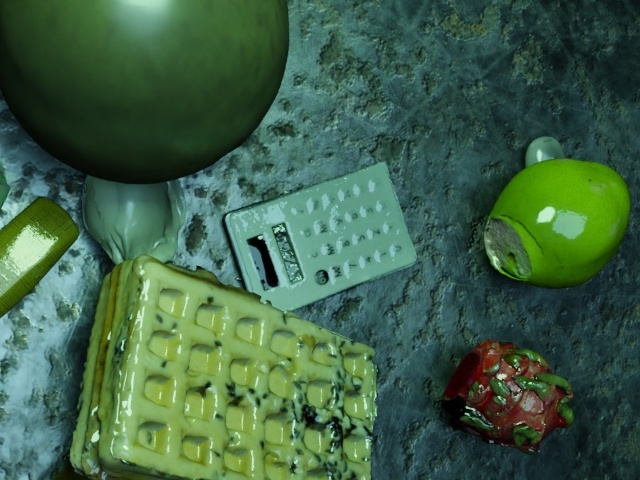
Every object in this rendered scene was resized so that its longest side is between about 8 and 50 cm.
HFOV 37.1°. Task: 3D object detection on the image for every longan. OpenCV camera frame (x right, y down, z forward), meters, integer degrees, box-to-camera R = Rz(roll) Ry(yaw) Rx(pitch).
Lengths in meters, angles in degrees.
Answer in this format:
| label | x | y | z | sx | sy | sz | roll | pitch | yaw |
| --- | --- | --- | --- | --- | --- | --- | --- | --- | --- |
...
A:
| label | x | y | z | sx | sy | sz | roll | pitch | yaw |
| --- | --- | --- | --- | --- | --- | --- | --- | --- | --- |
| longan | -0.198 | -0.244 | 1.071 | 0.361 | 0.361 | 0.361 | 1 | 87 | -22 |

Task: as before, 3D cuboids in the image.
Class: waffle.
| label | x | y | z | sx | sy | sz | roll | pitch | yaw |
| --- | --- | --- | --- | --- | --- | --- | --- | --- | --- |
| waffle | -0.097 | 0.198 | 1.140 | 0.376 | 0.114 | 0.261 | 27 | 50 | -32 |

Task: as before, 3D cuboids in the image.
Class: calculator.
| label | x | y | z | sx | sy | sz | roll | pitch | yaw |
| --- | --- | --- | --- | --- | --- | --- | --- | --- | --- |
| calculator | 0.000 | 0.000 | 1.318 | 0.261 | 0.021 | 0.161 | -21 | 95 | -22 |

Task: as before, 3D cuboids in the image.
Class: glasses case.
| label | x | y | z | sx | sy | sz | roll | pitch | yaw |
| --- | --- | --- | --- | --- | --- | --- | --- | --- | --- |
| glasses case | -0.387 | 0.046 | 1.132 | 0.079 | 0.064 | 0.234 | 47 | 72 | -10 |

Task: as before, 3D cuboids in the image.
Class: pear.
| label | x | y | z | sx | sy | sz | roll | pitch | yaw |
| --- | --- | --- | --- | --- | --- | --- | --- | --- | --- |
| pear | 0.354 | -0.026 | 1.380 | 0.219 | 0.187 | 0.187 | -21 | 96 | -25 |

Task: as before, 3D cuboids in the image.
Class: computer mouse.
| label | x | y | z | sx | sy | sz | roll | pitch | yaw |
| --- | --- | --- | --- | --- | --- | --- | --- | --- | --- |
| computer mouse | 0.347 | -0.111 | 1.455 | 0.066 | 0.039 | 0.096 | -9 | 92 | -22 |

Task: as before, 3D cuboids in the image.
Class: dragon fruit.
| label | x | y | z | sx | sy | sz | roll | pitch | yaw |
| --- | --- | --- | --- | --- | --- | --- | --- | --- | --- |
| dragon fruit | 0.271 | 0.229 | 1.354 | 0.172 | 0.166 | 0.160 | 31 | 37 | -7 |

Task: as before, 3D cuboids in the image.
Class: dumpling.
| label | x | y | z | sx | sy | sz | roll | pitch | yaw |
| --- | --- | --- | --- | --- | --- | --- | --- | --- | --- |
| dumpling | -0.229 | -0.044 | 1.187 | 0.127 | 0.108 | 0.188 | -3 | 74 | -47 |

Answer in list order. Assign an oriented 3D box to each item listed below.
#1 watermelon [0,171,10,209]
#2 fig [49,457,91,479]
| label | x | y | z | sx | sy | sz | roll | pitch | yaw |
| --- | --- | --- | --- | --- | --- | --- | --- | --- | --- |
| watermelon | -0.462 | -0.028 | 1.097 | 0.146 | 0.128 | 0.231 | 35 | 89 | -46 |
| fig | -0.280 | 0.281 | 1.155 | 0.236 | 0.124 | 0.124 | -30 | 99 | -3 |
